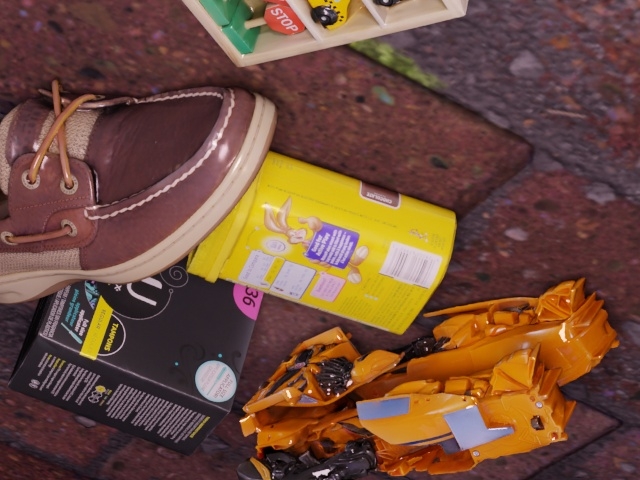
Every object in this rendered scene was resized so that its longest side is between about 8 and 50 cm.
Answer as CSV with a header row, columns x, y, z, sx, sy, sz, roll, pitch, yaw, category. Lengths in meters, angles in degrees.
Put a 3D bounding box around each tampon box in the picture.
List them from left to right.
x,y,z,sx,sy,sz,roll,pitch,yaw,category
-0.145,0.077,1.346,0.161,0.120,0.101,22,146,-12,tampon box

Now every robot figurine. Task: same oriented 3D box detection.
x,y,z,sx,sy,sz,roll,pitch,yaw,category
0.067,0.112,1.277,0.291,0.211,0.085,-13,109,31,robot figurine

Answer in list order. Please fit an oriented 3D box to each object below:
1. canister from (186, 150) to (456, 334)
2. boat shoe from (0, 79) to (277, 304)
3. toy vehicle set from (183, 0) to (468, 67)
x,y,z,sx,sy,sz,roll,pitch,yaw,category
0.000,0.000,1.228,0.170,0.073,0.126,18,146,-8,canister
-0.176,-0.045,1.191,0.342,0.123,0.123,-15,138,45,boat shoe
-0.046,-0.212,0.974,0.166,0.035,0.267,-10,139,32,toy vehicle set
